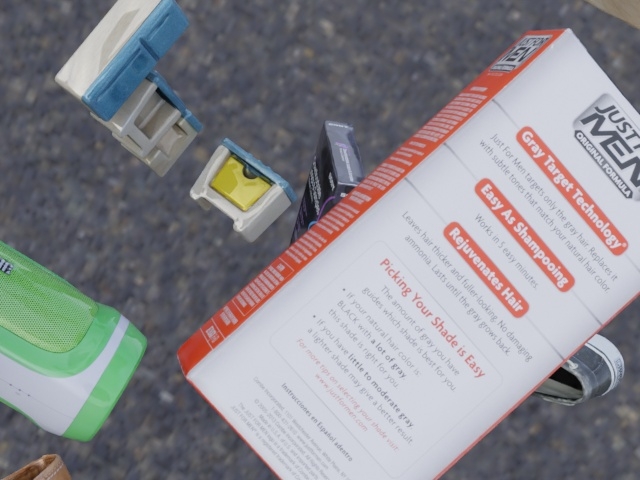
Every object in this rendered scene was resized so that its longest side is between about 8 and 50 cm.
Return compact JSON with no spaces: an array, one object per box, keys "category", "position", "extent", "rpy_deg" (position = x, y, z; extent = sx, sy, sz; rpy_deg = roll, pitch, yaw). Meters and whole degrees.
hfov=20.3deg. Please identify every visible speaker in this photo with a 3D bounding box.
[{"category":"speaker","position":[-0.305,0.058,1.570],"extent":[0.296,0.131,0.131],"rpy_deg":[31,45,-8]}]

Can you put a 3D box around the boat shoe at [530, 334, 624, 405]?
[{"category":"boat shoe","position":[0.186,0.106,1.738],"extent":[0.219,0.077,0.070],"rpy_deg":[14,30,42]}]

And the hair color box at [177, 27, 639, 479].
[{"category":"hair color box","position":[0.035,0.013,0.504],"extent":[0.141,0.043,0.072],"rpy_deg":[-41,100,-2]}]

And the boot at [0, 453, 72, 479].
[{"category":"boot","position":[-0.073,0.149,0.656],"extent":[0.197,0.073,0.152],"rpy_deg":[-23,91,-59]}]

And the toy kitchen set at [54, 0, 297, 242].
[{"category":"toy kitchen set","position":[-0.109,-0.113,1.617],"extent":[0.166,0.207,0.122],"rpy_deg":[36,85,22]}]

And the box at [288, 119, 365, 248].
[{"category":"box","position":[0.000,0.000,1.423],"extent":[0.029,0.162,0.116],"rpy_deg":[11,26,-12]}]

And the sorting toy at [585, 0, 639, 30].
[{"category":"sorting toy","position":[0.192,-0.201,0.701],"extent":[0.089,0.255,0.257],"rpy_deg":[8,15,-11]}]
